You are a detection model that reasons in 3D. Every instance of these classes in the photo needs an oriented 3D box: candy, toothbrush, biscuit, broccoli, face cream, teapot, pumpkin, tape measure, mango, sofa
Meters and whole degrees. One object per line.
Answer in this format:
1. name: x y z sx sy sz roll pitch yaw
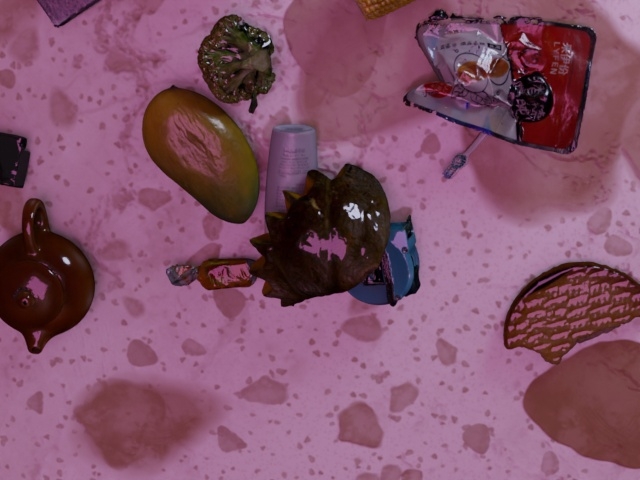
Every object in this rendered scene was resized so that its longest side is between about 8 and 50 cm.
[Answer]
1. candy: -0.157 0.052 1.948 0.182 0.046 0.053 -4 104 2
2. toothbrush: 0.291 -0.208 1.833 0.030 0.030 0.304 40 104 -7
3. biscuit: 0.413 0.117 1.917 0.229 0.031 0.176 7 109 2
4. broccoli: -0.122 -0.269 1.806 0.130 0.120 0.131 35 72 -32
5. face cream: -0.045 -0.081 1.889 0.084 0.057 0.198 1 109 -7
6. teapot: -0.458 0.058 1.935 0.178 0.135 0.252 1 108 1
7. pumpkin: 0.000 0.000 1.822 0.130 0.149 0.254 27 95 -43
8. tape measure: 0.091 0.034 1.899 0.125 0.081 0.146 -6 104 19
9. mango: -0.176 -0.136 1.870 0.237 0.091 0.137 41 112 -13
10. sofa: -0.544 -0.137 1.930 0.147 0.060 0.085 9 91 3

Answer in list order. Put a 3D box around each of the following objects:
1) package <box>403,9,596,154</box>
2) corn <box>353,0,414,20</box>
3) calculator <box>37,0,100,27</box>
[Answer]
1. package: 0.264 -0.244 1.798 0.270 0.071 0.194 9 99 5
2. corn: 0.154 -0.404 1.754 0.248 0.081 0.081 -27 103 13
3. calculator: -0.414 -0.471 1.824 0.161 0.021 0.261 -29 102 14
